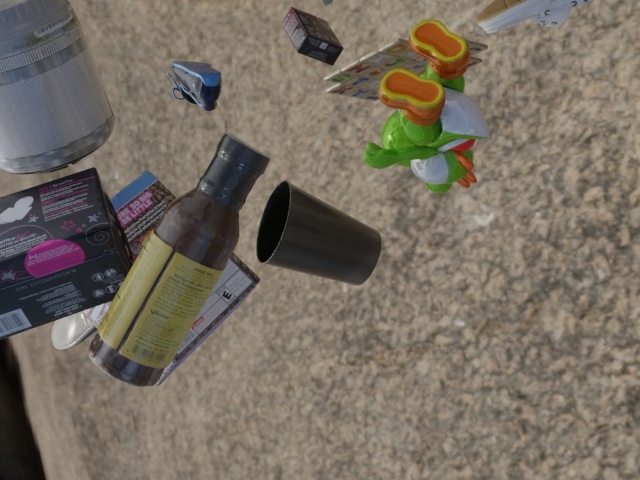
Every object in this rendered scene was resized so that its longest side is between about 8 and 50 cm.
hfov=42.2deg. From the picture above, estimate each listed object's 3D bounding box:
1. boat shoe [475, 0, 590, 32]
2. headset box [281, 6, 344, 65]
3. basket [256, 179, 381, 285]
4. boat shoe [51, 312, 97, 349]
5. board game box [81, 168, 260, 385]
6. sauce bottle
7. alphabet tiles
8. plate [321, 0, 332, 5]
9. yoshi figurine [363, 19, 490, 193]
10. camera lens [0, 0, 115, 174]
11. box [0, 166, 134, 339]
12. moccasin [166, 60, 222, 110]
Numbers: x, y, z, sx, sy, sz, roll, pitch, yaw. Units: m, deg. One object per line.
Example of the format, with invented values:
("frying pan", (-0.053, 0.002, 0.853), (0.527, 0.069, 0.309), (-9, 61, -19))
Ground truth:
("boat shoe", (0.432, -0.440, 1.546), (0.098, 0.277, 0.096), (-91, -25, -59))
("headset box", (-0.013, -0.283, 1.137), (0.032, 0.062, 0.083), (-55, 42, 28))
("basket", (0.000, 0.000, 1.732), (0.154, 0.226, 0.204), (-51, 26, 38))
("boat shoe", (-0.447, 0.160, 1.609), (0.206, 0.065, 0.075), (-32, 65, 33))
("board game box", (-0.300, 0.065, 1.471), (0.291, 0.232, 0.141), (44, 144, 2))
("sauce bottle", (-0.178, 0.024, 1.088), (0.111, 0.111, 0.344), (37, 98, 43))
("alphabet tiles", (0.186, -0.380, 1.849), (0.342, 0.285, 0.011), (-18, 76, 45))
("plate", (0.037, -0.646, 1.949), (0.024, 0.188, 0.188), (25, 123, 7))
("yoshi figurine", (0.162, -0.204, 1.401), (0.362, 0.203, 0.203), (66, -169, -63))
("camera lens", (-0.478, -0.263, 1.366), (0.219, 0.219, 0.274), (25, 138, 48))
("box", (-0.420, 0.022, 1.246), (0.163, 0.247, 0.142), (80, 168, -48))
("moccasin", (-0.366, -0.445, 2.374), (0.342, 0.137, 0.117), (-126, 38, -66))
